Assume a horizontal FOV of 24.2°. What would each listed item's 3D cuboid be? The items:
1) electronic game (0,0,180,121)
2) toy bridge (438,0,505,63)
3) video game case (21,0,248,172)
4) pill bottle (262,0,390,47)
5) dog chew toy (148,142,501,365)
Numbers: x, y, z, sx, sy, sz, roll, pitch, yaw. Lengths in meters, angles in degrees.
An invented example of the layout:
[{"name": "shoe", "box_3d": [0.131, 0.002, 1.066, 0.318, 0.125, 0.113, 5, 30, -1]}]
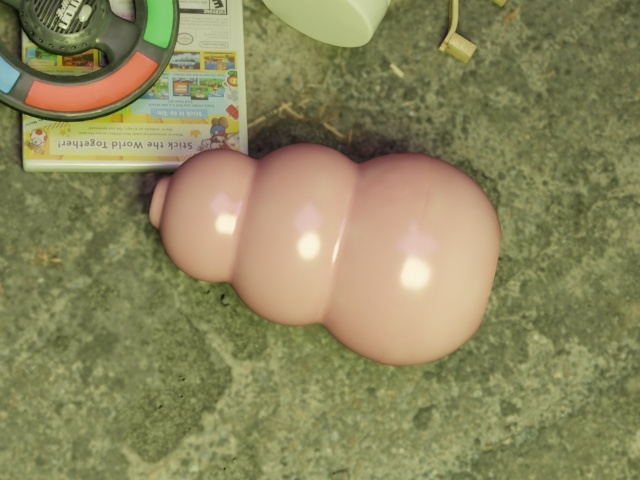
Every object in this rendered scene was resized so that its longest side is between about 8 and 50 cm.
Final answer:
[{"name": "electronic game", "box_3d": [-0.254, -0.228, 1.479, 0.229, 0.048, 0.229, 3, 76, -12]}, {"name": "toy bridge", "box_3d": [0.177, -0.279, 1.618, 0.063, 0.026, 0.188, 33, 73, 0]}, {"name": "video game case", "box_3d": [-0.189, -0.170, 1.519, 0.227, 0.026, 0.206, 0, 77, -12]}, {"name": "pill bottle", "box_3d": [0.053, -0.352, 1.540, 0.160, 0.160, 0.283, 29, 74, -4]}, {"name": "dog chew toy", "box_3d": [0.000, 0.000, 1.436, 0.331, 0.206, 0.207, 13, 75, 0]}]
